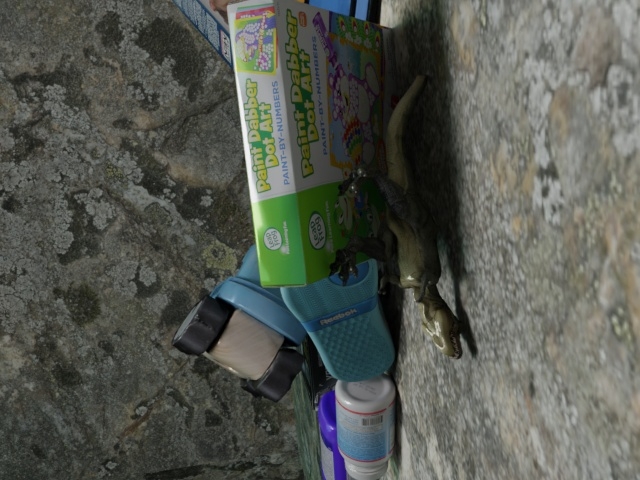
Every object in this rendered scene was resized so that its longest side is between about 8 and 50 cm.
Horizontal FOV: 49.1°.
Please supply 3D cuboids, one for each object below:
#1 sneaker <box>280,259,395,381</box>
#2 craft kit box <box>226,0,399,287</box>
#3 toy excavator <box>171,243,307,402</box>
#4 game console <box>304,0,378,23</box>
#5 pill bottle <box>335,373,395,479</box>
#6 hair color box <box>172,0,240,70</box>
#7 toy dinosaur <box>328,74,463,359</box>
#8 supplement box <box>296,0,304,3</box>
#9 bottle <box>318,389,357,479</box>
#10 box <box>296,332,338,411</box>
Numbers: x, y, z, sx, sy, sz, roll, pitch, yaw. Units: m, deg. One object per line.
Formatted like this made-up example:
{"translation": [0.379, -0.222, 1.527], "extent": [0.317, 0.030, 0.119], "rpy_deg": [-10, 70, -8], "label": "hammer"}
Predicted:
{"translation": [0.009, 0.027, 0.956], "extent": [0.208, 0.127, 0.318], "rpy_deg": [-104, -1, -47], "label": "sneaker"}
{"translation": [0.013, -0.098, 0.700], "extent": [0.247, 0.061, 0.249], "rpy_deg": [-17, -78, -57], "label": "craft kit box"}
{"translation": [-0.101, 0.086, 1.474], "extent": [0.445, 0.222, 0.433], "rpy_deg": [-58, 9, -16], "label": "toy excavator"}
{"translation": [0.024, -0.295, 0.858], "extent": [0.122, 0.071, 0.107], "rpy_deg": [95, 167, -46], "label": "game console"}
{"translation": [0.067, 0.274, 1.031], "extent": [0.087, 0.087, 0.160], "rpy_deg": [-109, 15, -60], "label": "pill bottle"}
{"translation": [-0.220, -0.564, 1.667], "extent": [0.347, 0.174, 0.105], "rpy_deg": [51, 155, 27], "label": "hair color box"}
{"translation": [0.067, -0.020, 0.639], "extent": [0.064, 0.118, 0.268], "rpy_deg": [-9, 88, 51], "label": "toy dinosaur"}
{"translation": [-0.003, -0.341, 1.038], "extent": [0.233, 0.080, 0.078], "rpy_deg": [-110, 13, -67], "label": "supplement box"}
{"translation": [0.048, 0.410, 1.296], "extent": [0.118, 0.092, 0.282], "rpy_deg": [-108, 12, -59], "label": "bottle"}
{"translation": [-0.011, 0.220, 1.640], "extent": [0.307, 0.077, 0.242], "rpy_deg": [-124, 28, -74], "label": "box"}
